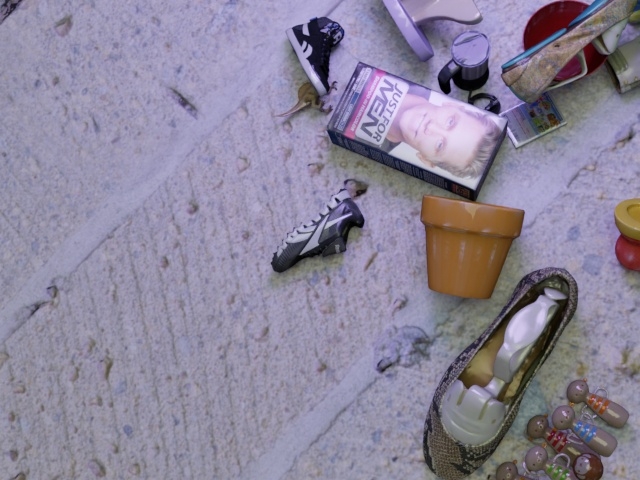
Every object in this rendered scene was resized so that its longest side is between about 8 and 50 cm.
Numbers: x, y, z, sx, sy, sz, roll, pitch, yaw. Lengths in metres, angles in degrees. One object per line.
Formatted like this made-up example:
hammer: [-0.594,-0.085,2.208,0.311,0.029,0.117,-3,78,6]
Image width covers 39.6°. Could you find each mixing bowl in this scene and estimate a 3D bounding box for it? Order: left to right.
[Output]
mixing bowl: [0.518,-0.407,1.891,0.181,0.098,0.181,-2,77,8]

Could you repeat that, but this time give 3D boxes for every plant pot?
plant pot: [0.294,0.015,1.797,0.205,0.205,0.188,10,95,11]

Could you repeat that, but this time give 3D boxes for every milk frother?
milk frother: [0.333,-0.349,1.890,0.143,0.135,0.129,31,85,14]

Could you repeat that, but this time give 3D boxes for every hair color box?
hair color box: [0.206,-0.234,1.902,0.347,0.105,0.174,24,83,13]

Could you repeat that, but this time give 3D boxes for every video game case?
video game case: [0.456,-0.261,1.914,0.122,0.011,0.087,-26,74,3]

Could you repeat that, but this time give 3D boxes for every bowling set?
bowling set: [0.463,0.383,1.680,0.154,0.200,0.287,33,81,16]

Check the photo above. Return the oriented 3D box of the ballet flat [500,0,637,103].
ballet flat: [0.525,-0.398,1.790,0.348,0.123,0.123,-36,75,-1]

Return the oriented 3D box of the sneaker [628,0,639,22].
sneaker: [0.645,-0.587,1.896,0.091,0.126,0.240,-28,75,2]

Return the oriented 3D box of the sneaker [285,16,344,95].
sneaker: [0.007,-0.422,1.962,0.121,0.079,0.217,-27,54,4]

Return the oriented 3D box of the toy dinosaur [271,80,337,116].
toy dinosaur: [-0.020,-0.318,1.994,0.092,0.053,0.183,33,77,29]

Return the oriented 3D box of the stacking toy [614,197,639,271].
stacking toy: [0.749,0.026,1.725,0.279,0.130,0.309,-17,38,-21]

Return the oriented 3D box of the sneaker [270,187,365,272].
sneaker: [0.000,0.000,1.897,0.234,0.078,0.106,-42,72,-4]

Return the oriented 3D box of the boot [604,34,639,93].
boot: [0.705,-0.342,1.859,0.165,0.077,0.213,-28,73,3]

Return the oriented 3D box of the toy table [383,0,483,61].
toy table: [0.222,-0.538,1.908,0.161,0.252,0.274,-30,81,18]

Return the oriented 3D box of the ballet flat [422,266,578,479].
ballet flat: [0.346,0.249,1.731,0.164,0.182,0.483,33,85,14]
